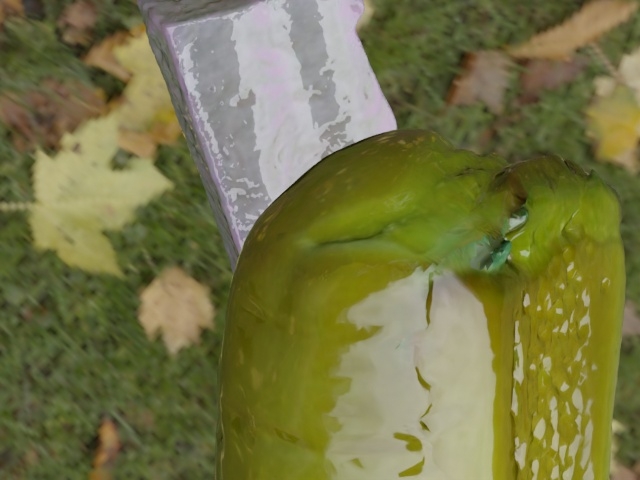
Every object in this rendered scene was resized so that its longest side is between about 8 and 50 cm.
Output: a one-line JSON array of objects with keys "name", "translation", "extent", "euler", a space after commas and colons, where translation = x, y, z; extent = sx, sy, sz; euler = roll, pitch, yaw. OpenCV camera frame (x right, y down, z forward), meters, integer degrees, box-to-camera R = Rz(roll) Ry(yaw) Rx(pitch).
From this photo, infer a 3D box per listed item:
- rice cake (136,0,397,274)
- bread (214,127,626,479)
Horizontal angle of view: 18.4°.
[{"name": "rice cake", "translation": [0.001, -0.002, 1.000], "extent": [0.106, 0.050, 0.298], "euler": [-22, 119, -11]}, {"name": "bread", "translation": [0.026, 0.150, 0.666], "extent": [0.166, 0.112, 0.383], "euler": [-22, 116, -59]}]
